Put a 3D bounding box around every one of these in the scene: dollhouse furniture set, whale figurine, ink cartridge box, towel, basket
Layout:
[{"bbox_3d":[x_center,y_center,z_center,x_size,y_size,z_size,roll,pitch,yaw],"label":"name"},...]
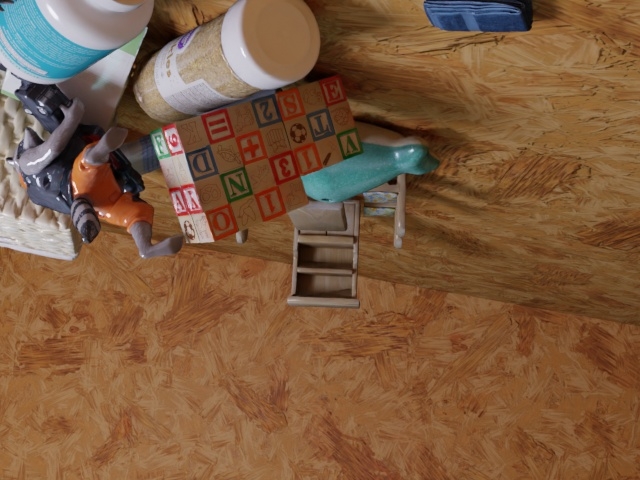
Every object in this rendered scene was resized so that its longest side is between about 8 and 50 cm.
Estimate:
[{"bbox_3d":[0.000,0.000,1.807,0.362,0.256,0.394,2,169,4],"label":"dollhouse furniture set"},{"bbox_3d":[0.069,-0.134,1.460,0.272,0.141,0.216,6,168,24],"label":"whale figurine"},{"bbox_3d":[-0.364,-0.279,1.221,0.171,0.056,0.235,23,133,-15],"label":"ink cartridge box"},{"bbox_3d":[-0.272,-0.179,1.491,0.285,0.034,0.209,-24,177,-13],"label":"towel"},{"bbox_3d":[0.184,-0.262,0.950,0.120,0.029,0.067,7,170,23],"label":"towel"},{"bbox_3d":[-0.565,-0.165,1.492,0.329,0.331,0.266,14,168,-11],"label":"basket"}]

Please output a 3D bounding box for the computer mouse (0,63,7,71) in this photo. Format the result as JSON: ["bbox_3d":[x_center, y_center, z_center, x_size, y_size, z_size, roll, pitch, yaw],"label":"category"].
[{"bbox_3d":[-0.455,-0.303,1.329,0.272,0.072,0.188,12,170,-2],"label":"computer mouse"}]

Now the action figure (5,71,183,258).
[{"bbox_3d":[-0.378,-0.116,1.202,0.330,0.178,0.341,17,152,47],"label":"action figure"}]

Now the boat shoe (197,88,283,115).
[{"bbox_3d":[-0.163,-0.241,1.352,0.229,0.080,0.076,3,179,18],"label":"boat shoe"}]

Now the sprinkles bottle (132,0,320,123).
[{"bbox_3d":[-0.144,-0.246,1.146,0.121,0.121,0.355,18,168,-32],"label":"sprinkles bottle"}]

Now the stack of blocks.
[{"bbox_3d":[-0.081,-0.124,1.217,0.297,0.171,0.087,-24,-168,-33],"label":"stack of blocks"}]

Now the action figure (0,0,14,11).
[{"bbox_3d":[-0.425,-0.322,0.857,0.186,0.099,0.285,5,174,-1],"label":"action figure"}]

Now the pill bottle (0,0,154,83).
[{"bbox_3d":[-0.299,-0.289,0.996,0.146,0.146,0.264,19,163,-36],"label":"pill bottle"}]
